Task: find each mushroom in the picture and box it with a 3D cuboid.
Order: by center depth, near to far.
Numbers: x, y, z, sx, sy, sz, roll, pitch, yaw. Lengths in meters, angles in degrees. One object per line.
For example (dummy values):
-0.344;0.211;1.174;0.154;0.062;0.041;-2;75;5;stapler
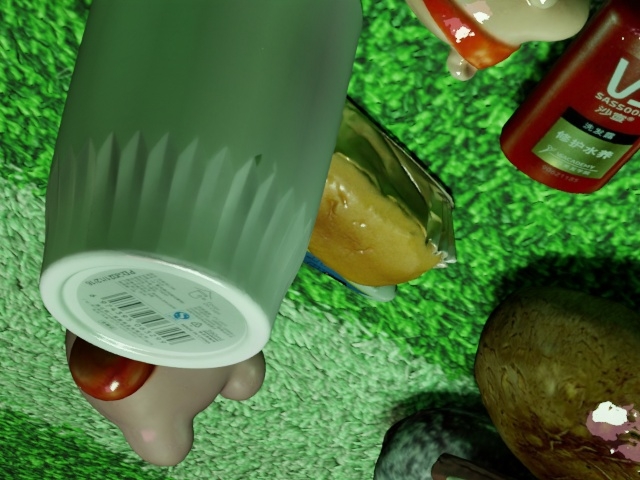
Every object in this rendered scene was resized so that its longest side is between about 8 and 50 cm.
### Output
0.318;0.186;1.747;0.345;0.239;0.345;19;129;25;mushroom

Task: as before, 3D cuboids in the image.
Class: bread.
0.027;-0.048;1.631;0.136;0.107;0.241;-17;135;39;bread

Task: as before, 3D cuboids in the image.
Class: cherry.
0.207;0.341;2.041;0.296;0.218;0.255;27;147;5;cherry

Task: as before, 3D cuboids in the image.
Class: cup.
-0.108;-0.091;1.399;0.253;0.372;0.253;7;150;4;cup

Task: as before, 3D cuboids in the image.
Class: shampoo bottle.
0.271;-0.148;1.374;0.118;0.076;0.314;26;148;-6;shampoo bottle

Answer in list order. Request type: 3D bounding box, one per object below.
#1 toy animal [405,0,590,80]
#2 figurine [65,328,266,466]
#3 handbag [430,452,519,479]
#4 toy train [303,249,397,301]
0.136;-0.231;1.218;0.171;0.171;0.198;20;142;-3;toy animal
-0.207;0.113;1.902;0.211;0.269;0.261;34;154;30;figurine
0.241;0.366;1.812;0.235;0.127;0.213;17;132;35;handbag
0.000;0.000;1.770;0.234;0.052;0.051;30;142;-18;toy train
